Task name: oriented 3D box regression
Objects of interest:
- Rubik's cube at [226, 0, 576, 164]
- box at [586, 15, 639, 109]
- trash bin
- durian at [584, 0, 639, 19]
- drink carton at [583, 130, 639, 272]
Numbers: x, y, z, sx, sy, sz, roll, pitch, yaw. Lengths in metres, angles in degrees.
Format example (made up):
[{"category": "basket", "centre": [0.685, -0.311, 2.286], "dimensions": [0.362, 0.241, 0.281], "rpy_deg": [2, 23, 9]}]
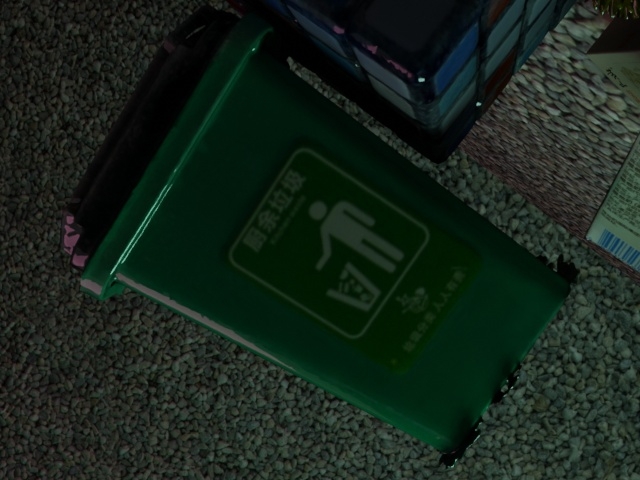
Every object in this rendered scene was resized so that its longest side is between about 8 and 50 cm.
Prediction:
[{"category": "Rubik's cube", "centre": [0.067, -0.274, 0.506], "dimensions": [0.287, 0.292, 0.293], "rpy_deg": [39, -175, 13]}, {"category": "box", "centre": [0.418, -0.170, 0.699], "dimensions": [0.201, 0.058, 0.141], "rpy_deg": [36, -174, -15]}, {"category": "trash bin", "centre": [0.000, 0.000, 0.585], "dimensions": [0.381, 0.259, 0.295], "rpy_deg": [34, -174, -3]}, {"category": "durian", "centre": [0.229, -0.203, 0.390], "dimensions": [0.095, 0.137, 0.220], "rpy_deg": [44, -148, -3]}, {"category": "drink carton", "centre": [0.338, -0.085, 0.480], "dimensions": [0.132, 0.194, 0.324], "rpy_deg": [37, 174, 23]}]
